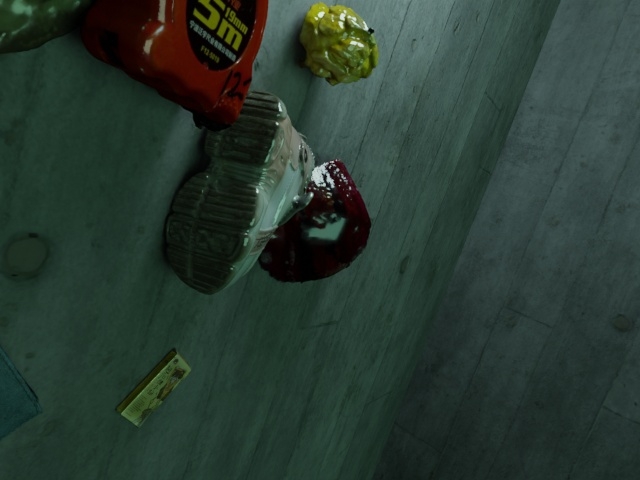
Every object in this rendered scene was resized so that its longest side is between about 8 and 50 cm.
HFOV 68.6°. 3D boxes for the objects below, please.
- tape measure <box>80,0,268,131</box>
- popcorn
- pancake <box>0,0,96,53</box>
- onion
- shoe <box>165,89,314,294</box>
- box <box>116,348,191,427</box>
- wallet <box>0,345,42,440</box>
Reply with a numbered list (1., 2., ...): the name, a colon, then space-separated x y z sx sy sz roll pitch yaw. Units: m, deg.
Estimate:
1. tape measure: -0.168 -0.297 0.614 0.260 0.114 0.253 -69 162 4
2. popcorn: 0.035 -0.368 0.887 0.167 0.152 0.148 40 39 -34
3. pancake: -0.324 -0.329 0.452 0.294 0.049 0.294 -34 137 -39
4. onion: 0.000 0.000 1.078 0.280 0.146 0.314 -38 143 -32
5. shoe: -0.116 -0.066 0.827 0.198 0.172 0.351 19 97 -62
6. box: -0.317 0.285 0.908 0.149 0.020 0.073 -49 145 -26
7. wallet: -0.541 0.267 0.537 0.379 0.046 0.191 -39 141 -38
